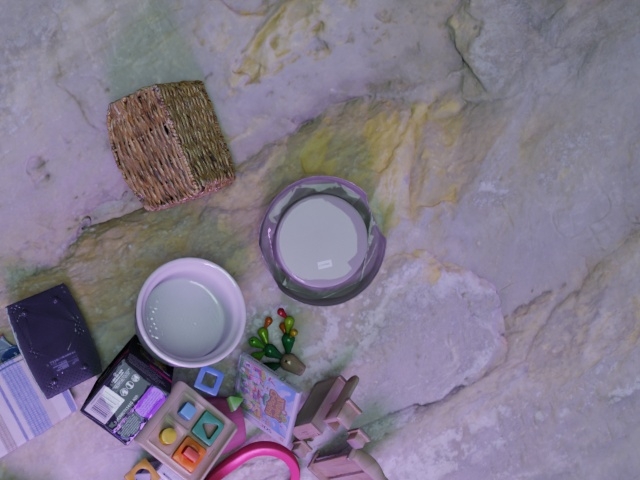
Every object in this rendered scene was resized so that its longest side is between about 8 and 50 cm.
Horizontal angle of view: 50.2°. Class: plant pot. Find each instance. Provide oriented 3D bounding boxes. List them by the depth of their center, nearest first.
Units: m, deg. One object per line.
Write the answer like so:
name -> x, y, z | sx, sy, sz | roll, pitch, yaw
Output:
plant pot -> -0.302, 0.495, 1.800 | 0.180, 0.201, 0.202 | -9, 96, -25

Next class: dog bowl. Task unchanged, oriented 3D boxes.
dog bowl -> 0.000, 0.000, 1.851 | 0.348, 0.102, 0.349 | -1, 95, -9

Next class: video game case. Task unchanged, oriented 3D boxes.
video game case -> -0.145, 0.418, 1.794 | 0.193, 0.023, 0.213 | 29, 128, 22

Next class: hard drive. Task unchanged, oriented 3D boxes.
hard drive -> -0.682, 0.256, 1.742 | 0.172, 0.054, 0.255 | -26, 97, -35

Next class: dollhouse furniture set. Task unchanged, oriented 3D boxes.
dollhouse furniture set -> 0.110, 0.553, 1.856 | 0.355, 0.303, 0.174 | 47, 48, -12

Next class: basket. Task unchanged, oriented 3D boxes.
basket -> -0.389, -0.242, 1.768 | 0.213, 0.223, 0.299 | -17, 99, 25

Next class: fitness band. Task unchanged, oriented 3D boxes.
fitness band -> -0.190, 0.675, 1.877 | 0.290, 0.054, 0.209 | -37, 101, 6

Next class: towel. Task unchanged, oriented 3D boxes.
towel -> -0.773, 0.408, 1.704 | 0.285, 0.034, 0.209 | -32, 100, -37

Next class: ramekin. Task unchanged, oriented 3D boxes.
ramekin -> -0.341, 0.194, 1.745 | 0.277, 0.135, 0.277 | 8, 69, -23

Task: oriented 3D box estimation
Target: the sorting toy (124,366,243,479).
sorting toy -> -0.322, 0.467, 1.658 | 0.196, 0.047, 0.348 | 39, 60, -4

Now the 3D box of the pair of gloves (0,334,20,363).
pair of gloves -> -0.821, 0.343, 1.771 | 0.198, 0.023, 0.159 | -46, 99, -8

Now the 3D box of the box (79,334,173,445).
box -> -0.474, 0.364, 1.708 | 0.143, 0.270, 0.165 | 40, 87, -10

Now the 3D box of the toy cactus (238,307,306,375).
toy cactus -> -0.114, 0.310, 1.864 | 0.180, 0.112, 0.219 | 36, 79, -20

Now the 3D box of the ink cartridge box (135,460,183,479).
ink cartridge box -> -0.372, 0.664, 1.783 | 0.224, 0.223, 0.045 | 44, 54, -10
